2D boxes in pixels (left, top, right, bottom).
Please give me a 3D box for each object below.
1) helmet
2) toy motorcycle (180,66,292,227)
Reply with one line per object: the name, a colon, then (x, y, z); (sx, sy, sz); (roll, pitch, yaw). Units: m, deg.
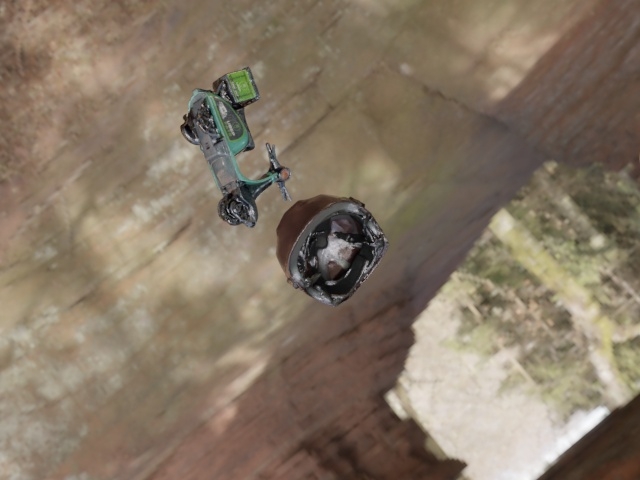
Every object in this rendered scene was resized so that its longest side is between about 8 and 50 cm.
helmet: (0.000, 0.000, 0.962); (0.098, 0.070, 0.123); (-51, 136, -4)
toy motorcycle: (-0.092, -0.100, 1.182); (0.100, 0.173, 0.058); (-21, -179, -33)
